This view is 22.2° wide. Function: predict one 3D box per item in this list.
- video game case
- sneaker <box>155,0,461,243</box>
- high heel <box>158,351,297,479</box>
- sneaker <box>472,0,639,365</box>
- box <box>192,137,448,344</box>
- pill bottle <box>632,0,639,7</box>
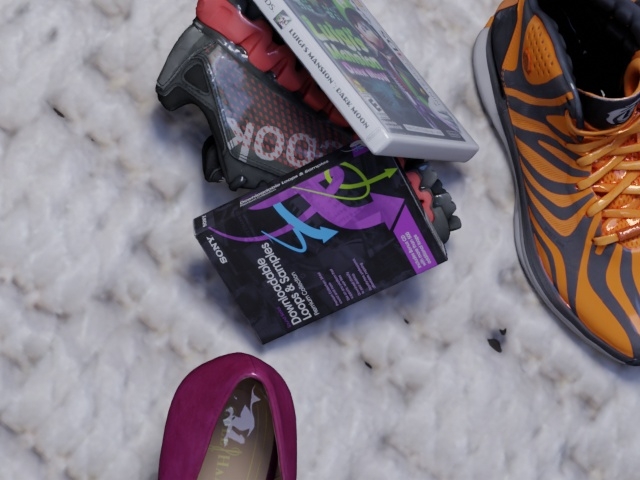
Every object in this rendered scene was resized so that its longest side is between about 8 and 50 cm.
[{"bbox_3d":[0.033,-0.132,1.234,0.022,0.190,0.173,-43,74,20],"label":"video game case"},{"bbox_3d":[-0.016,-0.072,1.271,0.276,0.097,0.135,41,94,-13],"label":"sneaker"},{"bbox_3d":[-0.074,0.270,1.153,0.127,0.181,0.377,-2,80,-11],"label":"high heel"},{"bbox_3d":[0.217,-0.058,1.264,0.124,0.180,0.321,-23,85,-13],"label":"sneaker"},{"bbox_3d":[0.000,0.000,1.237,0.162,0.029,0.116,-25,118,10],"label":"box"},{"bbox_3d":[0.328,-0.126,1.324,0.130,0.130,0.246,-34,87,-14],"label":"pill bottle"}]
